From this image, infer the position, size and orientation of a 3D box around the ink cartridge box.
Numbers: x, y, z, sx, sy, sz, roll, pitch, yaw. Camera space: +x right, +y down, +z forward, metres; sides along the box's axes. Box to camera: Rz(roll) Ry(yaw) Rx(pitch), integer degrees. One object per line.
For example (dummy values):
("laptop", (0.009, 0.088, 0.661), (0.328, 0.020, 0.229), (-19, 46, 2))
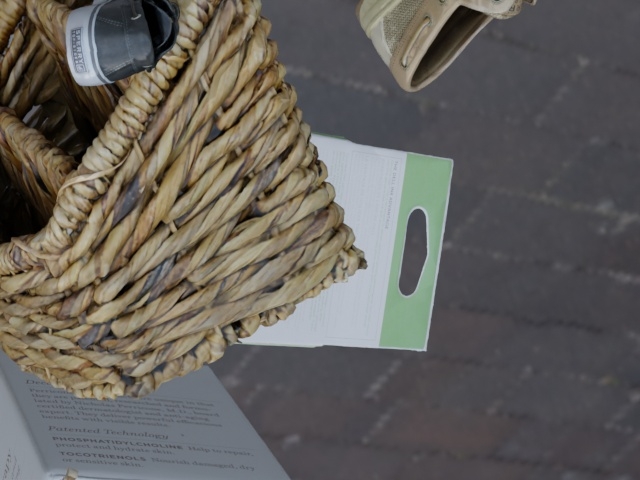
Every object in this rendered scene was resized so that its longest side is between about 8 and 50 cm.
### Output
("ink cartridge box", (0.000, 0.000, 1.388), (0.056, 0.171, 0.235), (10, -177, 45))

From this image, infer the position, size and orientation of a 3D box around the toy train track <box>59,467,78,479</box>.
("toy train track", (-0.240, 0.252, 1.618), (0.048, 0.083, 0.014), (23, 148, -21))

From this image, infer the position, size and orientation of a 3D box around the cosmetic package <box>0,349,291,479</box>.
("cosmetic package", (-0.269, 0.369, 2.233), (0.327, 0.394, 0.329), (7, 106, -24))

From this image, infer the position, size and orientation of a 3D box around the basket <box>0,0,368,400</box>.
("basket", (-0.147, -0.065, 1.049), (0.213, 0.299, 0.223), (-29, 117, -13))

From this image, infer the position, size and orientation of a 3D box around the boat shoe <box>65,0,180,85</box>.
("boat shoe", (-0.090, -0.103, 0.848), (0.040, 0.142, 0.049), (-7, 107, 7))

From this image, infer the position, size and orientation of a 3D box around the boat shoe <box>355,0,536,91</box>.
("boat shoe", (0.172, -0.266, 1.651), (0.122, 0.110, 0.341), (-13, 161, -41))
